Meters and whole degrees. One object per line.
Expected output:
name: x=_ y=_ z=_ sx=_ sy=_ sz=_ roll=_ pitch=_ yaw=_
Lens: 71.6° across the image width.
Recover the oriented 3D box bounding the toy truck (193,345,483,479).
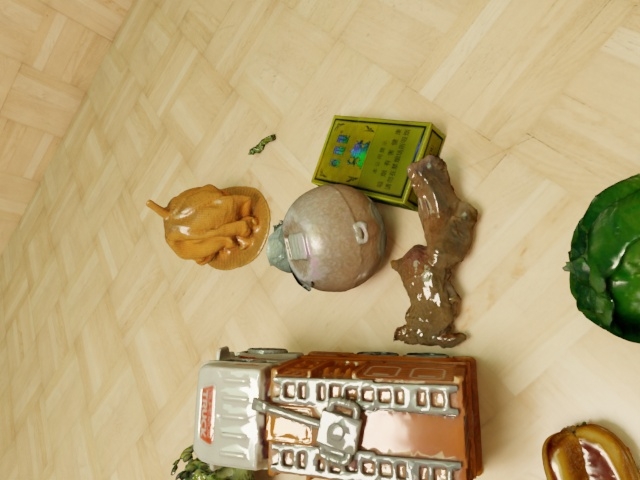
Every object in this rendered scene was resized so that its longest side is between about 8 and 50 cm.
toy truck: x=0.012 y=0.236 z=0.606 sx=0.387 sy=0.207 sz=0.173 roll=-3 pitch=78 yaw=19

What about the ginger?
ginger: x=0.171 y=0.017 z=0.677 sx=0.122 sy=0.084 sz=0.290 roll=3 pitch=87 yaw=39

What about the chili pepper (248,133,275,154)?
chili pepper: x=-0.139 y=-0.227 z=1.050 sx=0.083 sy=0.022 sz=0.027 roll=-29 pitch=59 yaw=27

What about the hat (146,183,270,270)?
hat: x=-0.280 y=-0.059 z=0.981 sx=0.233 sy=0.233 sz=0.244 roll=-40 pitch=56 yaw=24

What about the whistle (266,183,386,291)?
whistle: x=0.000 y=0.000 z=0.801 sx=0.348 sy=0.189 sz=0.189 roll=-10 pitch=70 yaw=62

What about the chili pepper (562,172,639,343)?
chili pepper: x=0.431 y=0.007 z=0.401 sx=0.385 sy=0.213 sz=0.167 roll=-4 pitch=29 yaw=21

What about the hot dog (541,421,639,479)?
hot dog: x=0.312 y=0.330 z=0.472 sx=0.104 sy=0.076 sz=0.250 roll=-19 pitch=68 yaw=14

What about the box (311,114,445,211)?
box: x=0.095 y=-0.144 z=0.797 sx=0.220 sy=0.064 sz=0.141 roll=18 pitch=90 yaw=40

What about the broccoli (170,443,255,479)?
broccoli: x=-0.129 y=0.377 z=0.819 sx=0.275 sy=0.177 sz=0.198 roll=-51 pitch=8 yaw=-19
